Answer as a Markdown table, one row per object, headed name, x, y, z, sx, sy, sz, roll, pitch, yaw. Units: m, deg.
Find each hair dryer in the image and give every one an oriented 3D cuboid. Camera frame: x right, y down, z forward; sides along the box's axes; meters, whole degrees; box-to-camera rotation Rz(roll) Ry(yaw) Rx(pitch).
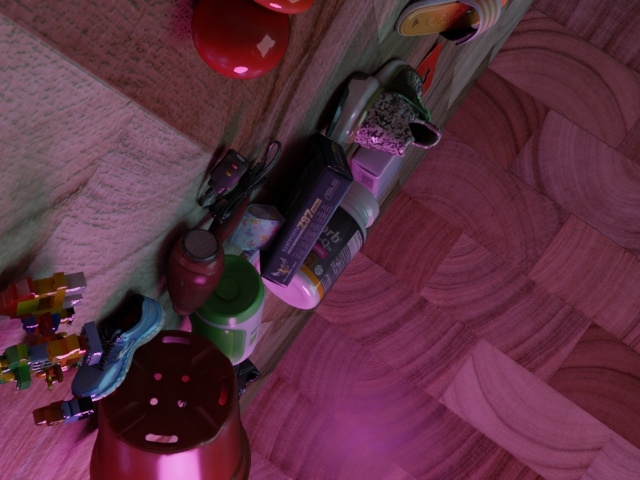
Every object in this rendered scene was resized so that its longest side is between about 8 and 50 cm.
| name | x | y | z | sx | sy | sz | roll | pitch | yaw |
| --- | --- | --- | --- | --- | --- | --- | --- | --- | --- |
| hair dryer | -0.139 | -0.005 | 1.074 | 0.294 | 0.080 | 0.223 | -57 | 172 | 15 |

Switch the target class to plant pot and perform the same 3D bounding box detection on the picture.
| name | x | y | z | sx | sy | sz | roll | pitch | yaw |
| --- | --- | --- | --- | --- | --- | --- | --- | --- | --- |
| plant pot | -0.236 | 0.294 | 1.174 | 0.272 | 0.272 | 0.265 | -49 | 163 | -36 |

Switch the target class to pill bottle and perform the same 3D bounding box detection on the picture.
| name | x | y | z | sx | sy | sz | roll | pitch | yaw |
| --- | --- | --- | --- | --- | --- | --- | --- | --- | --- |
| pill bottle | 0.000 | 0.000 | 1.611 | 0.278 | 0.162 | 0.162 | -52 | 171 | -26 |

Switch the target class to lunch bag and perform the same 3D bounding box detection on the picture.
| name | x | y | z | sx | sy | sz | roll | pitch | yaw |
| --- | --- | --- | --- | --- | --- | --- | --- | --- | --- |
| lunch bag | -0.112 | -0.024 | 1.248 | 0.083 | 0.053 | 0.071 | -1 | 131 | -48 |

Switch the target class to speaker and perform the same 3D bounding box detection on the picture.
| name | x | y | z | sx | sy | sz | roll | pitch | yaw |
| --- | --- | --- | --- | --- | --- | --- | --- | --- | --- |
| speaker | -0.165 | 0.130 | 1.297 | 0.131 | 0.131 | 0.296 | -51 | 171 | -24 |

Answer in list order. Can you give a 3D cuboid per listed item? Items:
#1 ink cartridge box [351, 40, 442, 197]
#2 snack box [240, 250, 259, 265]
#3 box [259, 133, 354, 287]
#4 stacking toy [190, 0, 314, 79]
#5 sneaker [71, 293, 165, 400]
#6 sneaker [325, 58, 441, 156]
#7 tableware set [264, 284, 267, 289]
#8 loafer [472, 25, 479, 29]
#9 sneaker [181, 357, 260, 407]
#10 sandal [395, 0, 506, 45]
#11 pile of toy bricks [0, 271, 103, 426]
| name | x | y | z | sx | sy | sz | roll | pitch | yaw |
| --- | --- | --- | --- | --- | --- | --- | --- | --- | --- |
| ink cartridge box | 0.221 | -0.293 | 1.943 | 0.385 | 0.091 | 0.308 | -53 | 172 | -7 |
| snack box | -0.129 | 0.025 | 1.455 | 0.178 | 0.022 | 0.064 | -51 | 170 | -27 |
| box | -0.032 | -0.056 | 1.314 | 0.233 | 0.059 | 0.183 | -58 | -162 | 20 |
| stacking toy | -0.013 | -0.274 | 0.603 | 0.330 | 0.141 | 0.141 | -52 | 175 | 36 |
| sneaker | -0.278 | 0.135 | 0.982 | 0.162 | 0.063 | 0.073 | -56 | 155 | -19 |
| sneaker | 0.152 | -0.234 | 1.452 | 0.158 | 0.182 | 0.410 | -59 | 171 | 29 |
| tableware set | -0.164 | 0.162 | 1.750 | 0.128 | 0.039 | 0.194 | -46 | 168 | -46 |
| loafer | 0.308 | -0.537 | 1.465 | 0.319 | 0.112 | 0.112 | 111 | -19 | -58 |
| sneaker | -0.249 | 0.370 | 1.882 | 0.267 | 0.106 | 0.101 | -42 | 166 | -52 |
| sandal | 0.261 | -0.411 | 1.407 | 0.265 | 0.076 | 0.102 | -21 | 157 | -26 |
| pile of toy bricks | -0.286 | 0.121 | 0.729 | 0.105 | 0.118 | 0.212 | -11 | 157 | -30 |
